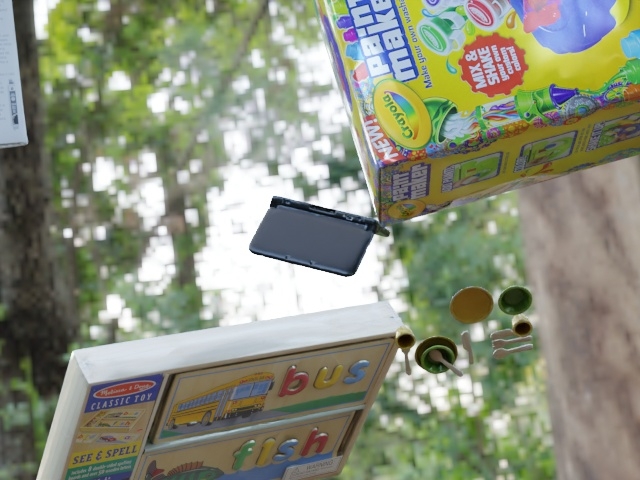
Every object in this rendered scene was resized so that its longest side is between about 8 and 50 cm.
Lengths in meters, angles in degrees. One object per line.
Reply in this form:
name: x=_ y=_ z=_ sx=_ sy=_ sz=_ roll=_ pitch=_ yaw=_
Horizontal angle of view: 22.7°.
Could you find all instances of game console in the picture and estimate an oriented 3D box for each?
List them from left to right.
game console: x=0.000 y=0.000 z=1.697 sx=0.122 sy=0.071 sz=0.107 roll=14 pitch=-4 yaw=17

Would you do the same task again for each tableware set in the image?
tableware set: x=0.157 y=0.099 z=1.730 sx=0.154 sy=0.024 sz=0.104 roll=-11 pitch=-59 yaw=2

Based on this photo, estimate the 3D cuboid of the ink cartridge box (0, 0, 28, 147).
ink cartridge box: x=-0.300 y=-0.183 z=1.337 sx=0.045 sy=0.224 sz=0.223 roll=-8 pitch=4 yaw=-23

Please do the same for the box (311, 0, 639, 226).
box: x=0.144 y=-0.203 z=1.454 sx=0.279 sy=0.290 sz=0.177 roll=-16 pitch=-16 yaw=-2

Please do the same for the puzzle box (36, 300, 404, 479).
puzzle box: x=-0.116 y=0.204 z=1.837 sx=0.409 sy=0.052 sz=0.272 roll=-8 pitch=-43 yaw=-31
